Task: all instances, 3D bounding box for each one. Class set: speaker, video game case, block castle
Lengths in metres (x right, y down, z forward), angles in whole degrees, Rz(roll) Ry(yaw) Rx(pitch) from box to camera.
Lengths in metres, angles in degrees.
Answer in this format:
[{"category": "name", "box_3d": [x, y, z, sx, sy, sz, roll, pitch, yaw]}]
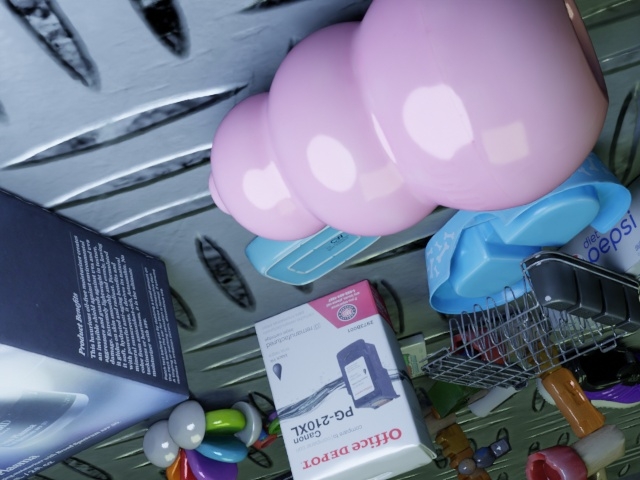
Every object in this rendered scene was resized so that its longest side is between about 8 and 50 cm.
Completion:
[{"category": "speaker", "box_3d": [0.337, 0.288, 1.679, 0.055, 0.055, 0.136, 0, 147, -28]}, {"category": "video game case", "box_3d": [0.107, 0.209, 1.451, 0.143, 0.019, 0.157, -17, 152, 1]}, {"category": "block castle", "box_3d": [0.269, 0.357, 1.487, 0.212, 0.303, 0.453, -19, 156, -29]}]

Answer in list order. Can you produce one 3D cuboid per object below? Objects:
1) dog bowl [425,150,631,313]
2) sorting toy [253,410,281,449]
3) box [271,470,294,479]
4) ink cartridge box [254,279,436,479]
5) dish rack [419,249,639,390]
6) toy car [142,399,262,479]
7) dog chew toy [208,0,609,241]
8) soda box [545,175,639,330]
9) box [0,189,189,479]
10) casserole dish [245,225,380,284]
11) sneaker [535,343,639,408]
[{"category": "dog bowl", "box_3d": [0.241, -0.012, 1.080, 0.165, 0.074, 0.297, 3, 146, -32]}, {"category": "sorting toy", "box_3d": [-0.094, 0.324, 1.535, 0.061, 0.042, 0.102, -7, 142, -50]}, {"category": "box", "box_3d": [-0.035, 0.525, 1.924, 0.162, 0.029, 0.116, -31, 148, 21]}, {"category": "ink cartridge box", "box_3d": [0.031, 0.199, 1.164, 0.171, 0.237, 0.100, -22, 151, 9]}, {"category": "dish rack", "box_3d": [0.271, 0.122, 1.164, 0.208, 0.074, 0.271, 18, 141, -34]}, {"category": "toy car", "box_3d": [-0.182, 0.338, 1.400, 0.159, 0.136, 0.182, 12, 140, -42]}, {"category": "dog chew toy", "box_3d": [0.052, -0.096, 0.710, 0.331, 0.207, 0.206, -21, 152, 24]}, {"category": "soda box", "box_3d": [0.414, 0.015, 1.194, 0.091, 0.098, 0.286, 1, 146, -26]}, {"category": "box", "box_3d": [-0.346, 0.113, 0.871, 0.296, 0.183, 0.294, -29, 148, 20]}, {"category": "casserole dish", "box_3d": [0.000, 0.000, 1.009, 0.188, 0.037, 0.114, -34, 148, 27]}, {"category": "sneaker", "box_3d": [0.577, 0.256, 1.703, 0.293, 0.102, 0.146, -2, 147, -26]}]
